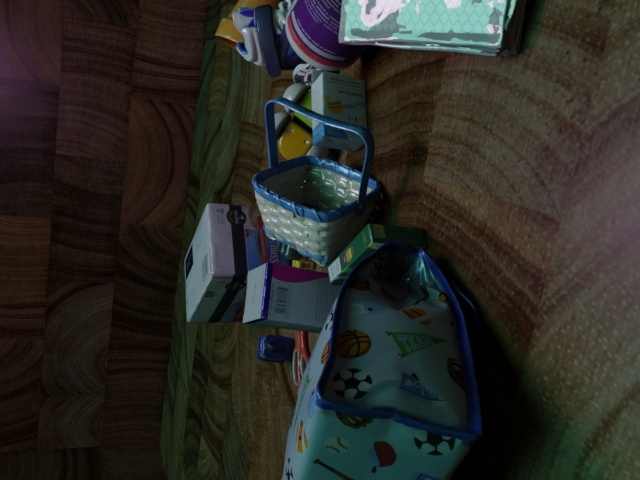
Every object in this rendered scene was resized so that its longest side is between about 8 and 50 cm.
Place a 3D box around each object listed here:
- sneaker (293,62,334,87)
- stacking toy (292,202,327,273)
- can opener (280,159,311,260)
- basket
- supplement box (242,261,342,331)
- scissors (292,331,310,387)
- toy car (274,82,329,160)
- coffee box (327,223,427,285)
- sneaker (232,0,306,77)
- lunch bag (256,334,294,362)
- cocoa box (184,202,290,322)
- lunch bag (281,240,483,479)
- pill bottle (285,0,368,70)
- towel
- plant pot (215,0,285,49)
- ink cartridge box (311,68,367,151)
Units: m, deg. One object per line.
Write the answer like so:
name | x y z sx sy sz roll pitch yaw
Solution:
sneaker | -0.018 -0.403 1.459 0.178 0.072 0.077 155 116 -65
stacking toy | 0.000 0.000 1.381 0.221 0.052 0.167 -160 74 -64
can opener | -0.069 -0.093 1.491 0.076 0.095 0.283 -152 74 -66
basket | -0.013 -0.119 1.167 0.254 0.201 0.289 30 137 32
supplement box | -0.033 0.124 1.191 0.114 0.220 0.111 -25 56 60
scissors | -0.052 0.221 1.496 0.109 0.021 0.297 142 127 -63
toy car | -0.023 -0.273 1.381 0.182 0.159 0.136 -55 -7 27
coffee box | 0.097 0.032 1.057 0.184 0.113 0.040 131 138 -53
sneaker | -0.088 -0.543 1.432 0.323 0.236 0.130 129 139 -54
lunch bag | -0.121 0.283 1.550 0.065 0.098 0.067 146 130 -59
cocoa box | -0.254 0.078 1.733 0.347 0.228 0.231 127 140 -53
lunch bag | 0.086 0.224 0.882 0.385 0.238 0.328 -79 5 -59
pill bottle | 0.063 -0.482 1.135 0.323 0.181 0.182 146 125 -62
towel | 0.154 -0.442 0.859 0.332 0.053 0.317 20 117 41
plant pot | -0.187 -0.658 1.769 0.188 0.205 0.205 -66 26 8
ink cartridge box | 0.039 -0.290 1.256 0.061 0.104 0.181 150 121 -63
